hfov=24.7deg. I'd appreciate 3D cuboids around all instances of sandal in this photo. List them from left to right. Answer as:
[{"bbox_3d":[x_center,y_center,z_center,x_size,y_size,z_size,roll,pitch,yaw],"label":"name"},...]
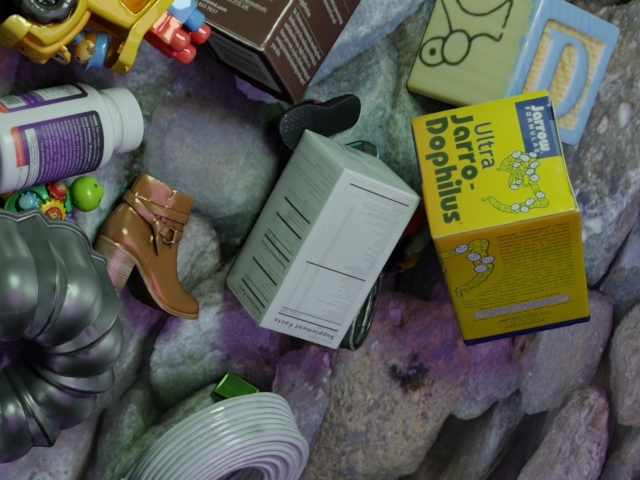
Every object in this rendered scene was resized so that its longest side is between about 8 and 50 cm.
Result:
[{"bbox_3d":[-0.010,-0.166,2.008,0.179,0.040,0.067,-22,127,-51],"label":"sandal"}]

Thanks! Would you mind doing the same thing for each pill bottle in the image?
[{"bbox_3d":[-0.309,-0.124,1.700,0.193,0.108,0.108,-17,118,-36],"label":"pill bottle"}]

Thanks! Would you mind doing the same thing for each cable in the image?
[{"bbox_3d":[-0.138,0.316,1.989,0.257,0.089,0.257,3,132,-44],"label":"cable"},{"bbox_3d":[0.102,0.033,2.095,0.287,0.072,0.139,-63,161,-44],"label":"cable"}]

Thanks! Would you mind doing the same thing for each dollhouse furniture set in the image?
[{"bbox_3d":[-0.108,0.252,2.098,0.076,0.058,0.151,-53,153,-22],"label":"dollhouse furniture set"}]

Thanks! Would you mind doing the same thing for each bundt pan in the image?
[{"bbox_3d":[-0.369,0.130,1.680,0.331,0.124,0.331,-19,131,-23],"label":"bundt pan"}]

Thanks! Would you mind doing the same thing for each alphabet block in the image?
[{"bbox_3d":[0.277,-0.263,2.110,0.193,0.197,0.192,16,97,-44],"label":"alphabet block"}]

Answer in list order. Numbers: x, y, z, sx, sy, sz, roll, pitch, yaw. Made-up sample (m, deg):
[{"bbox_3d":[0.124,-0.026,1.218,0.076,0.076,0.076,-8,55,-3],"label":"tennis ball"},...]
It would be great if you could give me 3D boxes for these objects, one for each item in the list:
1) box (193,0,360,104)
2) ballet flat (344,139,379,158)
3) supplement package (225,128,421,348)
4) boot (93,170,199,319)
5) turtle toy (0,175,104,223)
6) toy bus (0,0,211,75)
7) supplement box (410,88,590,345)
[{"bbox_3d":[-0.005,-0.382,1.802,0.381,0.143,0.191,-57,162,-7],"label":"box"},{"bbox_3d":[0.036,-0.048,2.080,0.074,0.074,0.203,-14,122,-38],"label":"ballet flat"},{"bbox_3d":[0.000,0.000,1.965,0.139,0.134,0.244,20,106,-33],"label":"supplement package"},{"bbox_3d":[-0.199,0.011,1.884,0.197,0.073,0.152,33,80,-47],"label":"boot"},{"bbox_3d":[-0.323,-0.042,1.750,0.130,0.066,0.095,-29,125,-31],"label":"turtle toy"},{"bbox_3d":[-0.233,-0.259,1.638,0.211,0.149,0.220,42,78,-18],"label":"toy bus"},{"bbox_3d":[0.258,-0.022,2.049,0.195,0.194,0.356,-12,150,7],"label":"supplement box"}]
